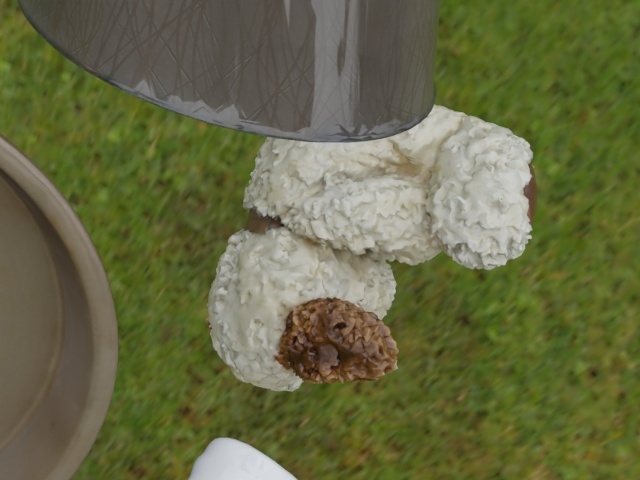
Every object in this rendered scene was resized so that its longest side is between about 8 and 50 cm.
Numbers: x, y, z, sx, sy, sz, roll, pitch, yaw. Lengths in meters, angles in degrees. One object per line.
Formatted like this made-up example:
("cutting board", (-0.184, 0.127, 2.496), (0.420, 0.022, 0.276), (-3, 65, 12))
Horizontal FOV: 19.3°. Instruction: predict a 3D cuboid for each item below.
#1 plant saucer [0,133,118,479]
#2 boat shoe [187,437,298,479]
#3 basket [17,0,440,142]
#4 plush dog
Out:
("plant saucer", (-0.225, 0.037, 0.801), (0.277, 0.278, 0.041), (12, 32, -14))
("boat shoe", (0.037, 0.144, 0.671), (0.258, 0.095, 0.084), (36, 73, -47))
("basket", (-0.024, -0.185, 0.782), (0.204, 0.227, 0.154), (26, 35, 21))
("plush dog", (0.000, 0.000, 1.324), (0.210, 0.262, 0.225), (28, 82, -17))
